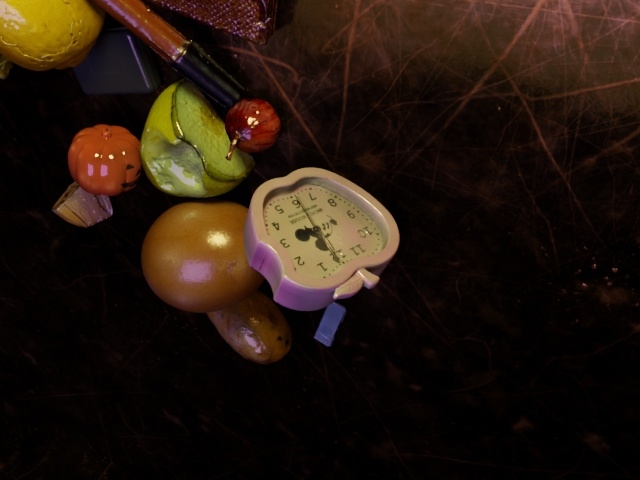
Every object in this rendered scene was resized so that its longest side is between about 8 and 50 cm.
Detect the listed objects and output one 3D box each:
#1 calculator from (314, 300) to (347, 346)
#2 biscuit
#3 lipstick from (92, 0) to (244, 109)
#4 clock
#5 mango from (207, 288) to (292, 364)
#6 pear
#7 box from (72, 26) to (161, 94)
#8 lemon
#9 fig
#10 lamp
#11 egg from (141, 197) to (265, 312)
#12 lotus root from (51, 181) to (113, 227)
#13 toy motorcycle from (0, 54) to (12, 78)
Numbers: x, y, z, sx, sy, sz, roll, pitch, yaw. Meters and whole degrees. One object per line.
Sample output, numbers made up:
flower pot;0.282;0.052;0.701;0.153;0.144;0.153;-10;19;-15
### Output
calculator;0.027;0.221;2.070;0.057;0.018;0.172;27;136;8
biscuit;-0.259;-0.517;1.585;0.388;0.073;0.107;25;137;13
lipstick;-0.336;-0.429;1.638;0.418;0.077;0.077;38;139;-23
clock;0.000;0.000;1.685;0.338;0.339;0.102;31;139;5
mango;-0.213;0.197;2.111;0.176;0.175;0.329;-44;76;16
pear;-0.330;-0.210;1.832;0.292;0.159;0.293;20;136;20
box;-0.492;-0.421;1.827;0.230;0.050;0.160;4;129;29
lemon;-0.609;-0.513;1.660;0.297;0.297;0.297;17;133;19
fig;-0.165;-0.247;1.720;0.128;0.150;0.128;58;165;26
lamp;-0.533;-0.208;1.935;0.187;0.188;0.164;24;129;13
egg;-0.279;0.036;1.913;0.351;0.283;0.283;-5;123;33
lotus root;-0.666;-0.109;2.184;0.159;0.095;0.135;-30;119;2
toy motorcycle;-0.900;-0.536;1.922;0.342;0.142;0.206;38;138;1
